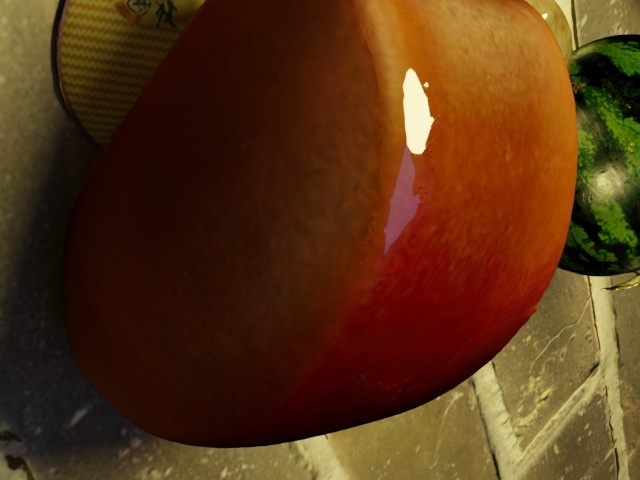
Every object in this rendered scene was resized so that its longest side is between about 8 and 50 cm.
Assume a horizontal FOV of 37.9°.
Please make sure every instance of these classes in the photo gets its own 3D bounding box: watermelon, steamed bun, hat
[{"bbox_3d":[0.316,-0.085,0.985,0.269,0.269,0.269,-23,125,-37],"label":"watermelon"},{"bbox_3d":[0.000,0.000,0.625,0.235,0.248,0.379,5,137,-45],"label":"steamed bun"},{"bbox_3d":[-0.085,-0.135,0.671,0.193,0.082,0.193,-23,125,-38],"label":"hat"}]

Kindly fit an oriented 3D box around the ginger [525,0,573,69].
[{"bbox_3d":[0.114,-0.131,0.818,0.245,0.155,0.304,-3,113,-38],"label":"ginger"}]
